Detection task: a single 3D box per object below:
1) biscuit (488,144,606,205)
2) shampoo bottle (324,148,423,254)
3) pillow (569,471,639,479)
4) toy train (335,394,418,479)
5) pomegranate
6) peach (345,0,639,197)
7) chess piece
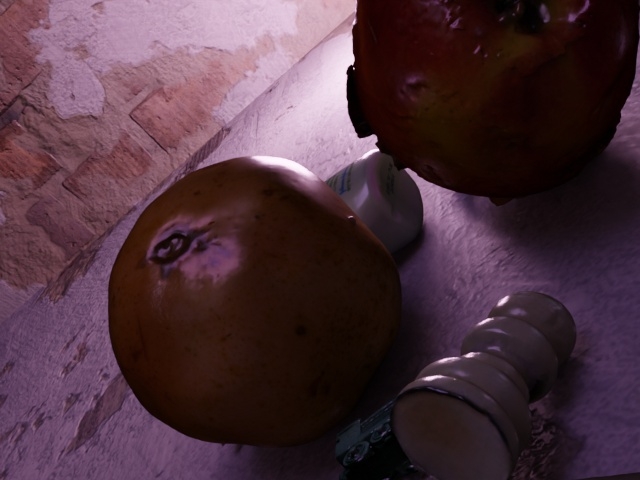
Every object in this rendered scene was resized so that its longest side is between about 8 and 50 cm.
[{"bbox_3d":[0.316,-0.126,1.405,0.280,0.043,0.183,-6,48,52],"label":"biscuit"},{"bbox_3d":[0.000,0.000,1.603,0.349,0.151,0.222,-32,29,28],"label":"shampoo bottle"},{"bbox_3d":[0.194,0.278,0.806,0.302,0.075,0.185,-23,22,40],"label":"pillow"},{"bbox_3d":[0.091,0.228,1.114,0.170,0.071,0.111,-39,14,14],"label":"toy train"},{"bbox_3d":[-0.080,0.087,1.299,0.416,0.416,0.417,-38,21,18],"label":"pomegranate"},{"bbox_3d":[0.217,-0.220,1.218,0.339,0.353,0.416,-31,-6,-10],"label":"peach"},{"bbox_3d":[0.189,0.136,0.989,0.133,0.133,0.243,-22,14,46],"label":"chess piece"}]
